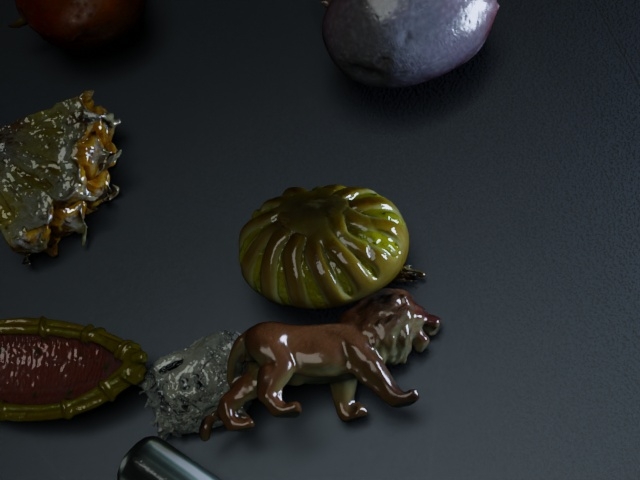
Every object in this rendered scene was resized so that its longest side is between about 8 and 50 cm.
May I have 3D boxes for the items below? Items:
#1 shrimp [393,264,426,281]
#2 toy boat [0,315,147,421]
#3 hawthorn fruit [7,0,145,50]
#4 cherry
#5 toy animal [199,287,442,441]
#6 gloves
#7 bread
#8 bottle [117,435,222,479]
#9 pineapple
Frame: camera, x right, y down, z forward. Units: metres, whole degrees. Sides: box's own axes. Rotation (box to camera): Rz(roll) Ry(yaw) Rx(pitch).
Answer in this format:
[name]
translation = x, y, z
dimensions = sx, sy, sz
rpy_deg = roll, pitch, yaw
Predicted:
[shrimp]
translation = 0.086, 0.015, 1.606
dimensions = 0.114, 0.023, 0.083
rpy_deg = 11, 68, 18
[toy boat]
translation = -0.362, 0.157, 1.567
dimensions = 0.318, 0.099, 0.141
rpy_deg = 2, 66, 8
[hawthorn fruit]
translation = -0.346, -0.340, 1.725
dimensions = 0.200, 0.179, 0.179
rpy_deg = -30, 68, 4
[cherry]
translation = 0.099, -0.302, 1.642
dimensions = 0.266, 0.183, 0.213
rpy_deg = 5, 73, 12
[toy animal]
translation = 0.004, 0.140, 1.513
dimensions = 0.312, 0.097, 0.157
rpy_deg = -4, 68, -13
[gloves]
translation = -0.144, 0.177, 1.545
dimensions = 0.153, 0.070, 0.114
rpy_deg = -25, 67, -3
[bread]
translation = 0.000, 0.000, 1.544
dimensions = 0.213, 0.105, 0.213
rpy_deg = -7, 38, 6
[bottle]
translation = -0.121, 0.319, 1.480
dimensions = 0.254, 0.079, 0.096
rpy_deg = 32, 91, 19
[pineapple]
translation = -0.367, -0.092, 1.661
dimensions = 0.186, 0.114, 0.236
rpy_deg = 27, 77, 16
